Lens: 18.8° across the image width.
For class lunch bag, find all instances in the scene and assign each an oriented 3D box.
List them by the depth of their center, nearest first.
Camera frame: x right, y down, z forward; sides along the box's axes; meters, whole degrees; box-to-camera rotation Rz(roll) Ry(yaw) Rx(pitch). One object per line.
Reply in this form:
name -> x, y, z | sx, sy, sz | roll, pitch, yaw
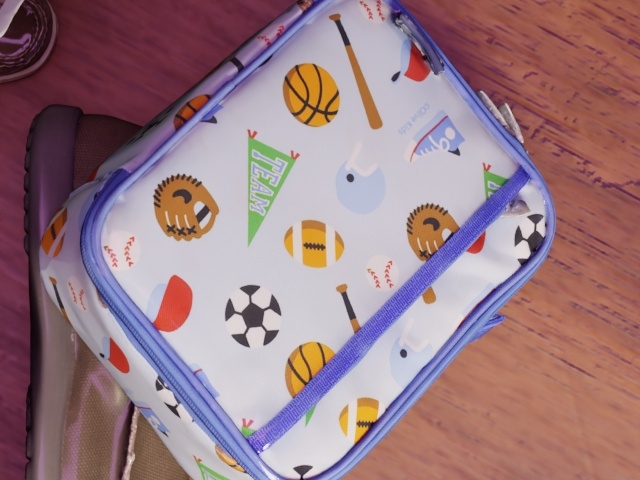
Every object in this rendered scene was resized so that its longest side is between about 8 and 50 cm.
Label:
lunch bag -> 0.000, 0.000, 1.172 | 0.303, 0.115, 0.243 | -43, 99, -28

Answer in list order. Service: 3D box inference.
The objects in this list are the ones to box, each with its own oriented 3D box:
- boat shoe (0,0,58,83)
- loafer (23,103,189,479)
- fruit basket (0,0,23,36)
boat shoe -> -0.296, -0.163, 1.229 | 0.257, 0.095, 0.095 | 15, 87, -2
loafer -> -0.116, 0.094, 1.206 | 0.130, 0.134, 0.366 | -2, 87, -4
fruit basket -> -0.288, -0.268, 1.144 | 0.327, 0.165, 0.353 | 19, 46, -1
